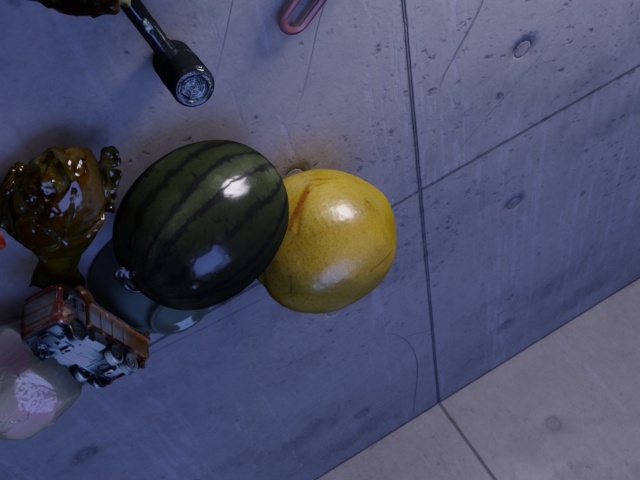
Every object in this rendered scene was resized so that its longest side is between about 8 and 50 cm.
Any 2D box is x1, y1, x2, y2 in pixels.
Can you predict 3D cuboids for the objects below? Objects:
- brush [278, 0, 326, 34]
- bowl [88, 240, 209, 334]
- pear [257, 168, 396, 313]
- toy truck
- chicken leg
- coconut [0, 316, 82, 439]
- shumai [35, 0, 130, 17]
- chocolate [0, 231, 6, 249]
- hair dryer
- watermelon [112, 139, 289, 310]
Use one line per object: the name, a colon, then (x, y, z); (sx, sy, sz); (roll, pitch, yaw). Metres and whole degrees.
brush: (0.008, -0.442, 1.440); (0.103, 0.047, 0.233); (9, 127, -48)
bowl: (-0.310, 0.097, 1.736); (0.289, 0.146, 0.289); (-24, 146, -18)
pear: (0.000, 0.000, 1.756); (0.314, 0.314, 0.314); (-24, 145, -18)
toy truck: (-0.432, 0.179, 1.584); (0.114, 0.135, 0.270); (-27, 142, 14)
chicken leg: (-0.469, -0.015, 1.456); (0.212, 0.140, 0.361); (4, 138, -30)
coconut: (-0.569, 0.259, 1.635); (0.230, 0.227, 0.227); (-33, 147, 5)
shumai: (-0.277, -0.397, 1.042); (0.304, 0.263, 0.309); (-21, 144, -18)
chocolate: (-0.600, -0.025, 1.225); (0.235, 0.108, 0.237); (-42, 132, -35)
hair dryer: (-0.252, -0.313, 1.322); (0.071, 0.124, 0.219); (-37, 131, -2)
watermelon: (-0.219, -0.023, 1.529); (0.359, 0.279, 0.279); (-48, 153, -26)
